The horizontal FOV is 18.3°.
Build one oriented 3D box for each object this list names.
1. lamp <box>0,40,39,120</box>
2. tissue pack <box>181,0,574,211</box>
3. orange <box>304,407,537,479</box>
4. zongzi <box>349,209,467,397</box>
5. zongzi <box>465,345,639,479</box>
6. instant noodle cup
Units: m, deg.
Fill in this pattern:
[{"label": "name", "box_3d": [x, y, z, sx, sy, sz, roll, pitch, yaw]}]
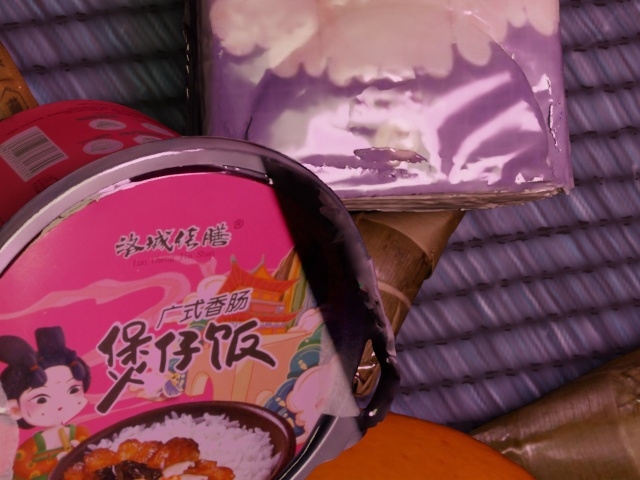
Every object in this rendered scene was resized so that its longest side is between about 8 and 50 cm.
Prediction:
[{"label": "lamp", "box_3d": [-0.253, -0.038, 1.223, 0.185, 0.161, 0.161, -32, 99, -8]}, {"label": "tissue pack", "box_3d": [0.026, -0.190, 1.280, 0.242, 0.125, 0.344, -2, 85, -11]}, {"label": "orange", "box_3d": [0.028, 0.257, 1.232, 0.312, 0.312, 0.312, -1, 93, -13]}, {"label": "zongzi", "box_3d": [0.000, 0.000, 1.326, 0.160, 0.078, 0.176, 33, 75, -12]}, {"label": "zongzi", "box_3d": [0.284, 0.201, 1.362, 0.360, 0.160, 0.323, -24, 99, -4]}, {"label": "instant noodle cup", "box_3d": [-0.121, 0.031, 1.118, 0.302, 0.181, 0.258, 23, 102, -37]}]
